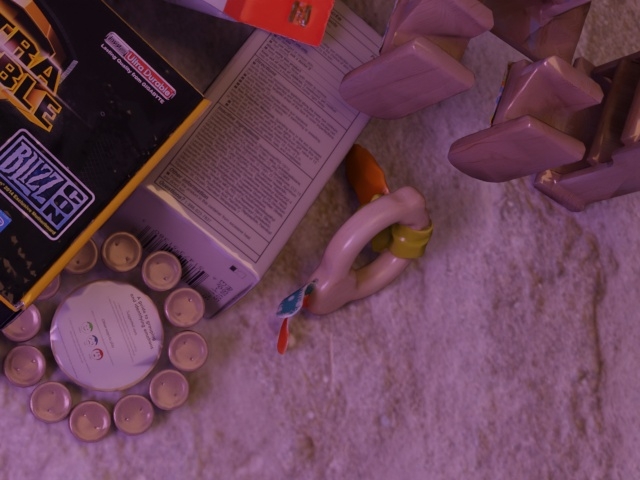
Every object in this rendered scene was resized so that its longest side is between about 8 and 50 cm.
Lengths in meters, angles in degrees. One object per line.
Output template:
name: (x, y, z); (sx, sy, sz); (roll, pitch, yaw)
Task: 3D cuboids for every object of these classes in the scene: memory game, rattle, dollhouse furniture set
memory game: (-0.187, 0.082, 1.192); (0.186, 0.012, 0.186); (2, 84, -16)
rattle: (0.000, 0.000, 1.332); (0.199, 0.130, 0.143); (-37, 77, -9)
dollhouse furniture set: (0.222, -0.214, 1.385); (0.394, 0.256, 0.362); (30, 68, -23)

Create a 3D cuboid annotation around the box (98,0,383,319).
box: (-0.059, -0.094, 1.305); (0.148, 0.121, 0.311); (40, 56, -7)

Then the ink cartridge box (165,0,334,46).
ink cartridge box: (-0.084, -0.305, 1.271); (0.232, 0.066, 0.189); (17, 80, 4)

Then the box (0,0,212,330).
box: (-0.283, -0.127, 1.062); (0.322, 0.079, 0.257); (43, 58, -8)
